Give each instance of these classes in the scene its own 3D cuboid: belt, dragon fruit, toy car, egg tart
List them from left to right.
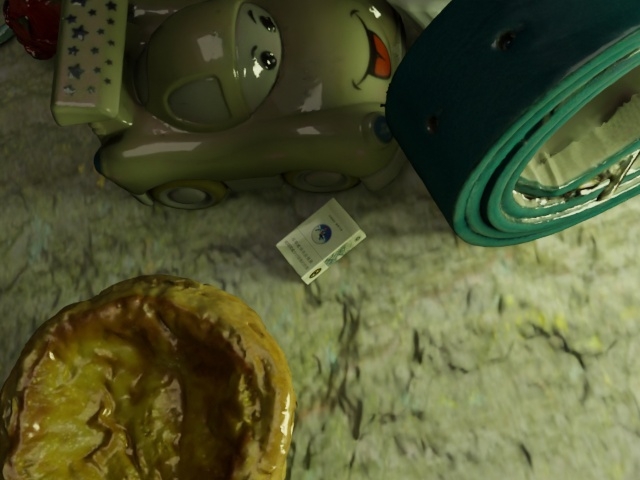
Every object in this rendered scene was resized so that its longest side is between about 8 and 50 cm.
[{"bbox_3d":[-0.316,-0.286,1.368,0.142,0.130,0.121,-48,30,-4],"label":"dragon fruit"},{"bbox_3d":[-0.169,0.198,1.111,0.341,0.129,0.341,-6,69,15],"label":"egg tart"},{"bbox_3d":[-0.088,-0.181,1.183,0.336,0.226,0.242,-6,67,17],"label":"toy car"},{"bbox_3d":[0.278,-0.166,1.016,0.436,0.300,0.173,-33,63,2],"label":"belt"}]

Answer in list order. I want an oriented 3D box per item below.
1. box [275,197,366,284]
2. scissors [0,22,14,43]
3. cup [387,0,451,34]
[{"bbox_3d":[0.000,0.000,1.195,0.083,0.024,0.054,-39,61,1],"label":"box"},{"bbox_3d":[-0.497,-0.205,1.434,0.191,0.029,0.360,11,72,20],"label":"scissors"},{"bbox_3d":[0.161,-0.301,1.138,0.167,0.202,0.221,33,99,26],"label":"cup"}]
